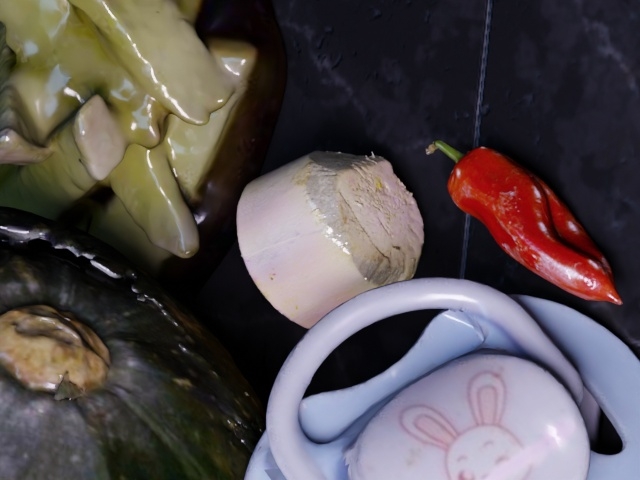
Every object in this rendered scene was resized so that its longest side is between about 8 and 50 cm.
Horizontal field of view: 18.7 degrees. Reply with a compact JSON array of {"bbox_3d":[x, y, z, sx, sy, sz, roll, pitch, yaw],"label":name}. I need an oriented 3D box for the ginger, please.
[{"bbox_3d":[-0.220,-0.124,1.479,0.358,0.211,0.413,27,111,40],"label":"ginger"}]

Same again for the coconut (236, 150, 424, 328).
[{"bbox_3d":[0.000,0.000,1.349,0.122,0.116,0.116,-25,76,37],"label":"coconut"}]

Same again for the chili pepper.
[{"bbox_3d":[0.131,-0.018,1.268,0.191,0.059,0.050,43,111,34],"label":"chili pepper"}]

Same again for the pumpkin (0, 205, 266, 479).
[{"bbox_3d":[-0.229,0.177,1.287,0.454,0.454,0.344,54,140,25],"label":"pumpkin"}]

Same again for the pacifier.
[{"bbox_3d":[0.076,0.160,1.246,0.238,0.287,0.226,50,160,19],"label":"pacifier"}]
